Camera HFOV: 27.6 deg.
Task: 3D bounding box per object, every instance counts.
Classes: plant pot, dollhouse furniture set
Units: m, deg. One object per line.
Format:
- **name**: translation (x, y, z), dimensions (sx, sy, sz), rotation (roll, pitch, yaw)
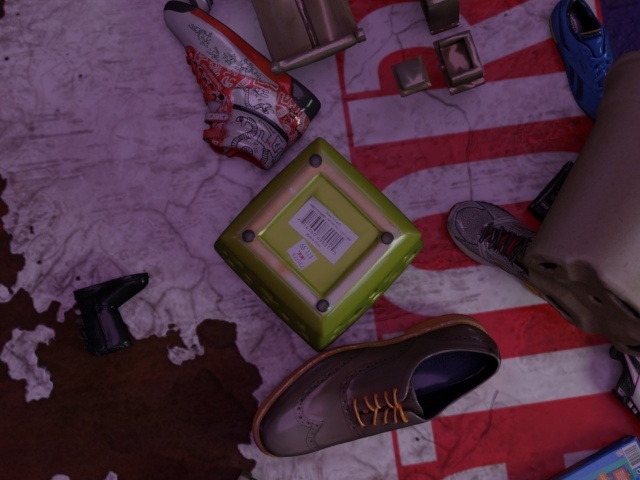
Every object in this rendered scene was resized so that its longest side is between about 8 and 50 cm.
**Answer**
- **plant pot**: translation (0.439, -0.028, 1.720), dimensions (0.334, 0.334, 0.305), rotation (38, 75, 1)
- **dollhouse furniture set**: translation (0.020, -0.301, 1.858), dimensions (0.355, 0.174, 0.303), rotation (-19, 85, 5)
- **plant pot**: translation (0.000, 0.000, 1.793), dimensions (0.228, 0.207, 0.227), rotation (44, 85, 3)

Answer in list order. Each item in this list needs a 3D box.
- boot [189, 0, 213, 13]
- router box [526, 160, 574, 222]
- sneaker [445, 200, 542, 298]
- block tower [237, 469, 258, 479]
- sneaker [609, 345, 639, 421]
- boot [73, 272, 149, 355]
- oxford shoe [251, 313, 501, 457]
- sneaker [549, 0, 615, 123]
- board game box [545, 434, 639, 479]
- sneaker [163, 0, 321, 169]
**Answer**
- **boot**: translation (-0.175, -0.424, 1.892), dimensions (0.086, 0.069, 0.190), rotation (-22, 85, -10)
- **router box**: translation (0.375, -0.042, 1.895), dimensions (0.122, 0.038, 0.092), rotation (42, 85, 1)
- **sneaker**: translation (0.284, 0.009, 1.859), dimensions (0.225, 0.093, 0.088), rotation (29, 84, 1)
- **block tower**: translation (0.019, 0.436, 1.812), dimensions (0.335, 0.091, 0.097), rotation (27, 84, 1)
- **sneaker**: translation (0.458, 0.223, 1.868), dimensions (0.077, 0.072, 0.178), rotation (-12, 77, 9)
- **boot**: translation (-0.290, 0.106, 1.853), dimensions (0.121, 0.045, 0.099), rotation (-17, 83, 4)
- **oxford shoe**: translation (0.076, 0.208, 1.802), dimensions (0.363, 0.133, 0.130), rotation (-26, 105, -4)
- **sneaker**: translation (0.395, -0.258, 1.894), dimensions (0.069, 0.082, 0.209), rotation (-23, 88, -6)
- **board game box**: translation (0.390, 0.396, 1.851), dimensions (0.210, 0.047, 0.160), rotation (-27, 87, -5)
- **sneaker**: translation (-0.145, -0.216, 1.864), dimensions (0.270, 0.090, 0.145), rotation (36, 82, -1)
